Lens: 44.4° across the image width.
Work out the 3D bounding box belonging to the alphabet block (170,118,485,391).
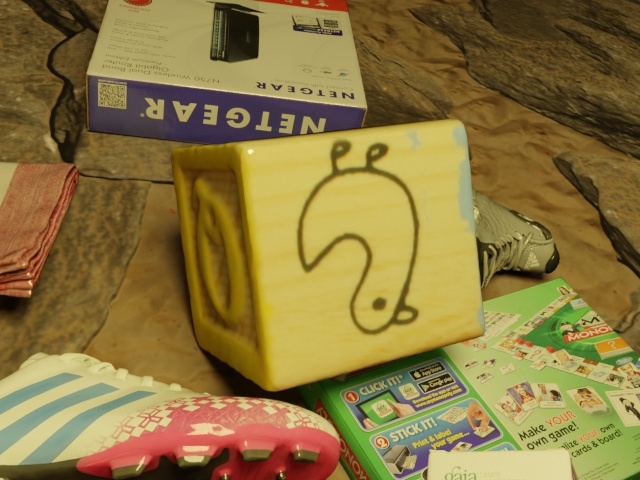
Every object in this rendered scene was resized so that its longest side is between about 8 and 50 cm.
[{"bbox_3d":[0.000,0.000,0.677,0.197,0.192,0.193,-11,8,-25],"label":"alphabet block"}]

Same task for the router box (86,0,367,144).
[{"bbox_3d":[-0.120,-0.243,1.052,0.335,0.082,0.301,5,41,-10],"label":"router box"}]

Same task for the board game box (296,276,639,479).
[{"bbox_3d":[0.166,0.152,0.705,0.317,0.046,0.213,-13,46,-27],"label":"board game box"}]

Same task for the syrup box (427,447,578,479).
[{"bbox_3d":[0.115,0.253,0.475,0.093,0.096,0.237,-8,50,22],"label":"syrup box"}]

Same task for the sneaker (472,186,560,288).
[{"bbox_3d":[0.192,0.012,0.829,0.132,0.086,0.228,21,30,1],"label":"sneaker"}]

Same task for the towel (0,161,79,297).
[{"bbox_3d":[-0.413,-0.035,0.737,0.329,0.037,0.237,5,28,-10],"label":"towel"}]

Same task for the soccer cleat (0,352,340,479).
[{"bbox_3d":[-0.151,0.135,0.584,0.331,0.116,0.143,-1,43,-16],"label":"soccer cleat"}]
